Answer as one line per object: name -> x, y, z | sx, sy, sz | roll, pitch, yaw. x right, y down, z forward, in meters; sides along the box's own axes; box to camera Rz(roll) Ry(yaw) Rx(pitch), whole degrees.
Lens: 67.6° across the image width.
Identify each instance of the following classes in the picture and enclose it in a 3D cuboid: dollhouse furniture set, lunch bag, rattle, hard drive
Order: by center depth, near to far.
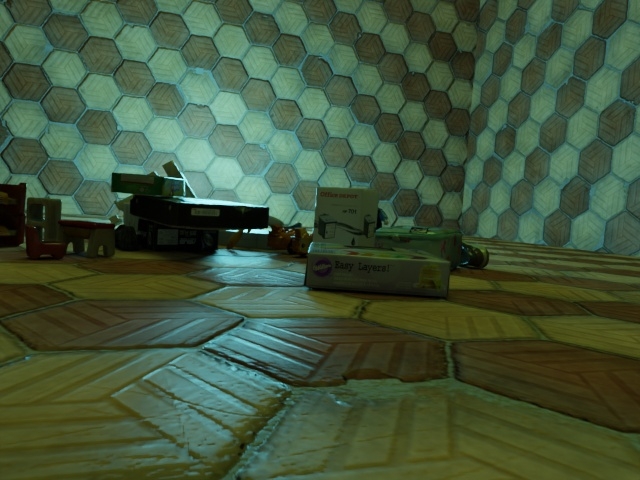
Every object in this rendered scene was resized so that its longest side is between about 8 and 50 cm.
dollhouse furniture set -> -0.660, -0.052, 1.025 | 0.374, 0.152, 0.201 | 5, 4, 16
hard drive -> -0.316, -0.073, 1.212 | 0.237, 0.064, 0.339 | 0, 8, -39
lunch bag -> 0.239, 0.015, 1.245 | 0.224, 0.107, 0.279 | 6, 5, 29
rattle -> -0.160, -0.018, 1.425 | 0.130, 0.142, 0.200 | -5, -21, 41
dollhouse furniture set -> -0.666, -0.120, 1.874 | 0.356, 0.173, 0.303 | -31, -4, -10

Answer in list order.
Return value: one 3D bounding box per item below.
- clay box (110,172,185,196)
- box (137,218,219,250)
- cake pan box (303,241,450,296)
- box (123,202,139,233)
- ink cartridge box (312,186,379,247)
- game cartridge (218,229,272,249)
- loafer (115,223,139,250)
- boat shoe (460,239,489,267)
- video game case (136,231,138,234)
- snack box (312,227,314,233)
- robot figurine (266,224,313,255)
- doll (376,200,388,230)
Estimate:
clay box -> -0.440, -0.145, 1.253 | 0.128, 0.053, 0.222 | 5, 6, -2
box -> -0.393, -0.017, 1.317 | 0.180, 0.077, 0.147 | 1, 6, -37
cake pan box -> 0.097, 0.050, 0.921 | 0.246, 0.070, 0.267 | 6, 3, 1
box -> -0.611, -0.075, 1.706 | 0.103, 0.114, 0.203 | 2, 3, 1
ink cartridge box -> 0.059, -0.033, 1.163 | 0.140, 0.190, 0.082 | 6, 5, 37
game cartridge -> -0.247, -0.010, 1.579 | 0.297, 0.062, 0.198 | 5, 8, 20
loafer -> -0.515, -0.012, 1.252 | 0.062, 0.061, 0.170 | -1, 5, -41
boat shoe -> 0.383, 0.030, 1.386 | 0.073, 0.080, 0.223 | 7, 6, -29
video game case -> -0.431, -0.049, 1.549 | 0.204, 0.025, 0.285 | -23, -7, 20
snack box -> 0.143, -0.008, 1.855 | 0.322, 0.060, 0.187 | 3, 4, -14
robot figurine -> 0.000, 0.000, 1.411 | 0.291, 0.085, 0.211 | 0, 6, -45
doll -> 0.155, -0.048, 1.493 | 0.129, 0.188, 0.046 | 7, 5, 35
